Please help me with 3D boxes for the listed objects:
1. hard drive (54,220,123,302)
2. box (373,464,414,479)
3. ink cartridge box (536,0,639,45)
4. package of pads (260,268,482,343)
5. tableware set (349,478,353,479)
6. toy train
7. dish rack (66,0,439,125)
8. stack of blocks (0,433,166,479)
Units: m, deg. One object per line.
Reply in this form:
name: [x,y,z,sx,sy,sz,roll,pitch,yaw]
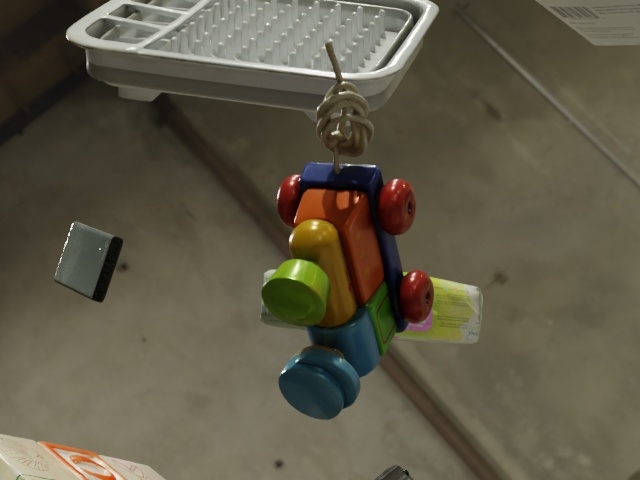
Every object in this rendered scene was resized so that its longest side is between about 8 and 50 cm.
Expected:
hard drive: [-0.330,0.029,1.629,0.022,0.135,0.094,20,-92,-37]
box: [0.067,0.300,0.862,0.153,0.207,0.108,-45,-12,9]
ink cartridge box: [0.295,-0.317,1.211,0.273,0.198,0.114,26,-97,-34]
package of pads: [0.089,0.102,1.779,0.296,0.229,0.101,10,-97,-49]
tableware set: [0.091,0.320,1.183,0.020,0.141,0.168,-42,-39,-19]
toy train: [0.000,0.000,0.828,0.143,0.105,0.248,-59,-36,-45]
dish rack: [-0.060,-0.198,1.175,0.285,0.333,0.072,-58,-27,-59]
stack of blocks: [-0.157,0.253,0.557,0.171,0.087,0.297,29,-90,-54]
